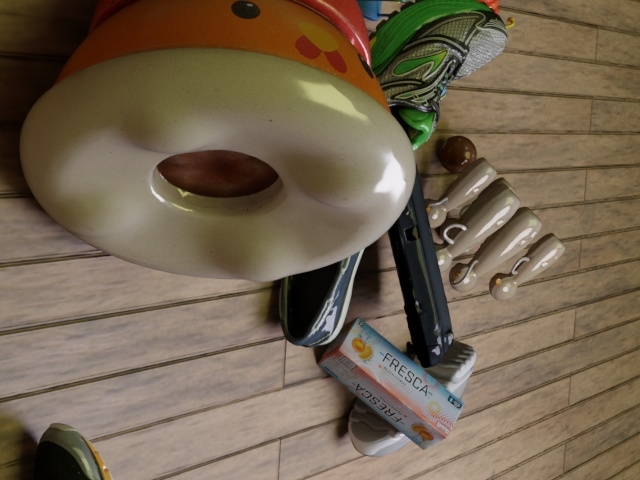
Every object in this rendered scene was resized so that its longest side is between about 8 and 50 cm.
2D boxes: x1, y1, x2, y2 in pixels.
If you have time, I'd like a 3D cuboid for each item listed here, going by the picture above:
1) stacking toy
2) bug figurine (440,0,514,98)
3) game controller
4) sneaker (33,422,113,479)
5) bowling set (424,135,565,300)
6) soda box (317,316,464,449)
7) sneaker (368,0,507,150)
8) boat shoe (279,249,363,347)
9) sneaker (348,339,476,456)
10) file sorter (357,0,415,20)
[{"bbox_3d":[-0.087,-0.233,1.375,0.350,0.350,0.480,47,38,-53],"label":"stacking toy"},{"bbox_3d":[0.179,-0.319,1.958,0.279,0.072,0.216,-49,136,-43],"label":"bug figurine"},{"bbox_3d":[0.102,-0.002,1.820,0.166,0.067,0.319,-128,-156,-73],"label":"game controller"},{"bbox_3d":[-0.248,0.276,1.340,0.083,0.084,0.215,-9,105,-54],"label":"sneaker"},{"bbox_3d":[0.205,-0.031,2.030,0.154,0.200,0.287,-41,147,8],"label":"bowling set"},{"bbox_3d":[0.089,0.181,1.821,0.183,0.058,0.063,40,53,-9],"label":"soda box"},{"bbox_3d":[0.101,-0.169,1.689,0.343,0.146,0.134,-34,151,-29],"label":"sneaker"},{"bbox_3d":[0.000,0.000,1.701,0.079,0.095,0.255,6,100,-71],"label":"boat shoe"},{"bbox_3d":[0.134,0.237,1.965,0.281,0.105,0.115,-29,129,-50],"label":"sneaker"},{"bbox_3d":[0.089,-0.361,1.763,0.118,0.104,0.170,6,91,-59],"label":"file sorter"}]
